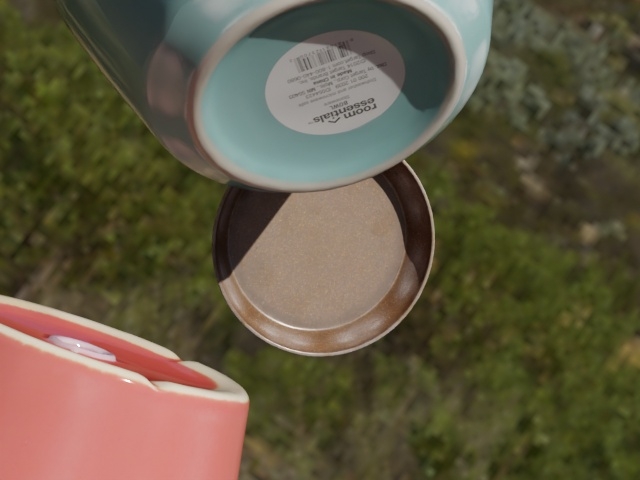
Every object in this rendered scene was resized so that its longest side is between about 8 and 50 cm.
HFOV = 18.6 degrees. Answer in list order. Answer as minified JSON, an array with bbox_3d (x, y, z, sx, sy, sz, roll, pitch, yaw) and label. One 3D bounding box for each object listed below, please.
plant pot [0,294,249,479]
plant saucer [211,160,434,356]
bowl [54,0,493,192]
[{"bbox_3d":[-0.172,0.172,1.150,0.275,0.243,0.275,19,2,-1],"label":"plant pot"},{"bbox_3d":[0.000,0.000,1.434,0.168,0.168,0.029,40,-4,-17],"label":"plant saucer"},{"bbox_3d":[-0.014,-0.148,1.259,0.311,0.311,0.163,51,17,-47],"label":"bowl"}]
